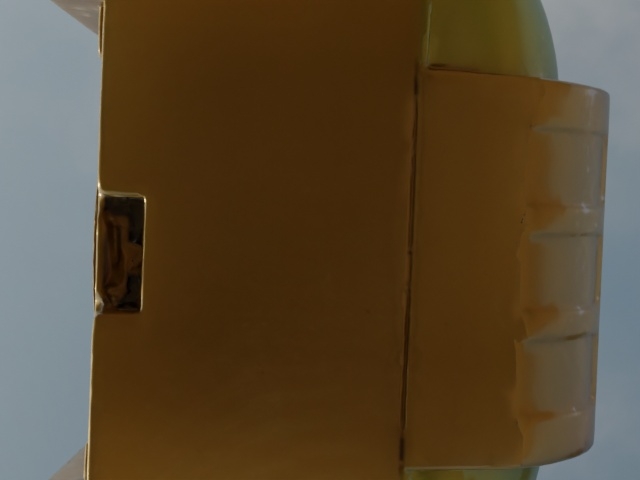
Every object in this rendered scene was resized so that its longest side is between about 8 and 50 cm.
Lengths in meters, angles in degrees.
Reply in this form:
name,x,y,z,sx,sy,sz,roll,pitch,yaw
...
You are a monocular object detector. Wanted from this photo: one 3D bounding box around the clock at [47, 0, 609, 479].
name,x,y,z,sx,sy,sz,roll,pitch,yaw
clock,0.000,0.000,0.654,0.200,0.317,0.244,5,-87,0
